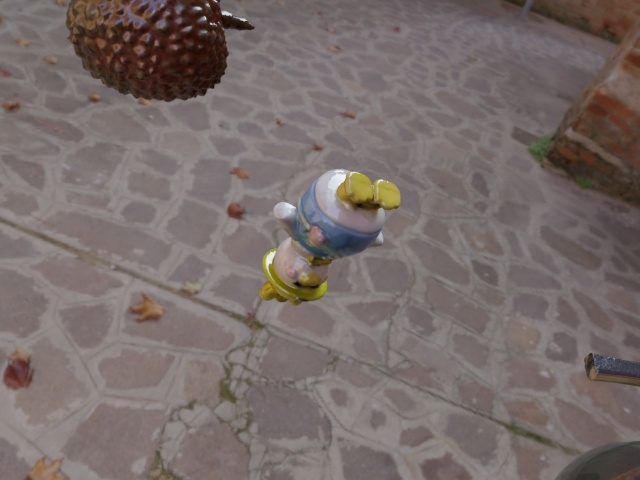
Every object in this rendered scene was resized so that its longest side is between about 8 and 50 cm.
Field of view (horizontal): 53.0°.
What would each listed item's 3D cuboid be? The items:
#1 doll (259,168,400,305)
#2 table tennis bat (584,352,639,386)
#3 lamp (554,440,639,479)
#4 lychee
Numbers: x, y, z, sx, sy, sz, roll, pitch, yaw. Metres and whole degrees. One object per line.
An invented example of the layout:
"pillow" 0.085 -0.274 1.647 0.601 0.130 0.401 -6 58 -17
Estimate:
"doll" 0.001 0.001 0.791 0.135 0.241 0.099 -20 64 -48
"table tennis bat" 0.276 0.106 0.480 0.158 0.014 0.095 9 48 -5
"lamp" 0.270 0.288 0.551 0.182 0.314 0.182 -4 51 5
"lychee" -0.161 -0.226 0.668 0.197 0.165 0.165 -19 46 -18
